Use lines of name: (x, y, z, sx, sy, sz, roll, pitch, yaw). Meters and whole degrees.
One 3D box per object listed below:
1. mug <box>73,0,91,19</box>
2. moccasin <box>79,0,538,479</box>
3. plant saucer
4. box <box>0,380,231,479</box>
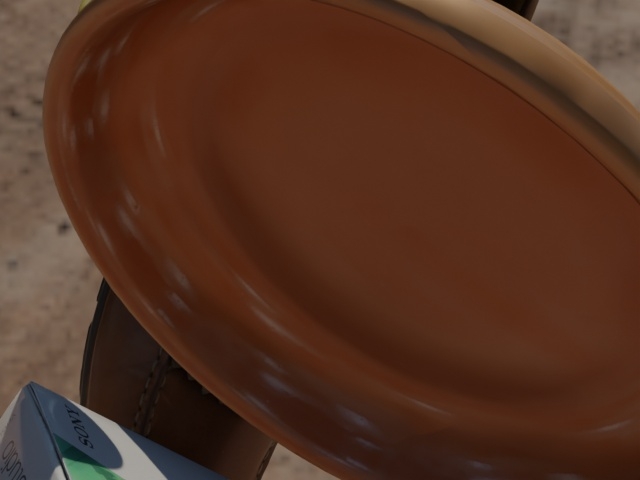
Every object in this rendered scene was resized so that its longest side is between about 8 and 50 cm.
mug: (-0.100, -0.072, 0.832, 0.062, 0.078, 0.064, -23, 30, 31)
moccasin: (0.001, 0.001, 0.905, 0.147, 0.380, 0.139, 25, -7, 35)
plant saucer: (0.021, 0.001, 0.468, 0.200, 0.200, 0.037, 16, 52, 26)
box: (0.014, 0.189, 0.778, 0.322, 0.058, 0.232, 29, 8, -25)
